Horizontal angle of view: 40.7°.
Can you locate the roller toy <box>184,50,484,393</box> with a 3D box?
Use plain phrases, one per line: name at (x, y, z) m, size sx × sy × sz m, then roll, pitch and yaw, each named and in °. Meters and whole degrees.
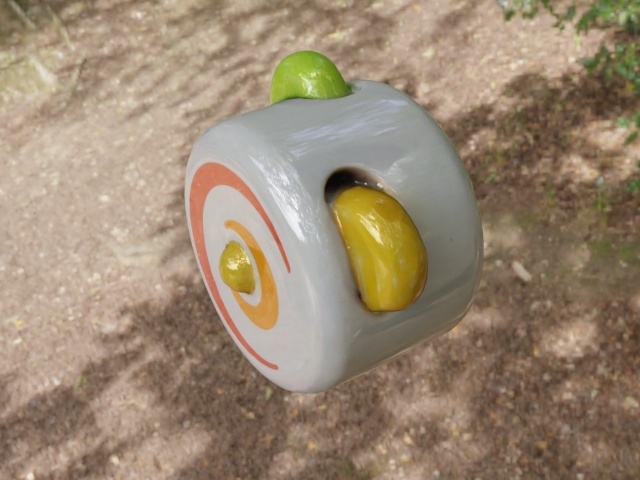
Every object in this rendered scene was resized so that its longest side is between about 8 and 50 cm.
roller toy at (0.000, 0.000, 0.579) m, size 0.146 × 0.191 × 0.209 m, roll -22°, pitch 52°, yaw -27°
